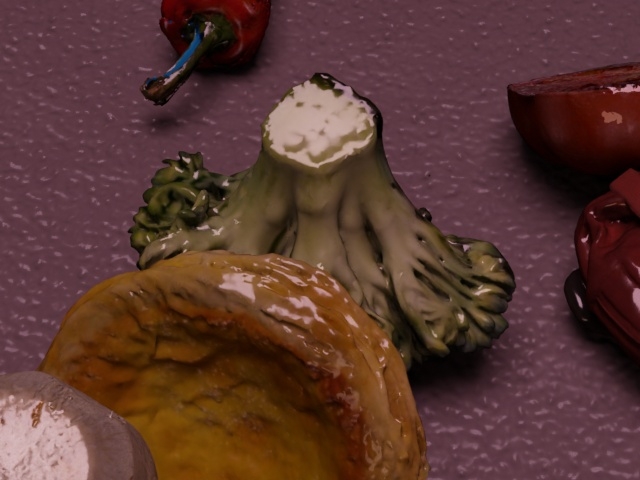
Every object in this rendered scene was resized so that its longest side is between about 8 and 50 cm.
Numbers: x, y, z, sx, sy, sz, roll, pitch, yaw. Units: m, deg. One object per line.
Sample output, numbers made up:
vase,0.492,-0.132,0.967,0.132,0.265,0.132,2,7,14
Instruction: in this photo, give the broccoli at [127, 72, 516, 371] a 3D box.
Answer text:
broccoli,0.000,0.000,1.421,0.288,0.245,0.248,-19,52,-13

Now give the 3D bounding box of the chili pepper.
chili pepper,-0.087,-0.270,1.750,0.110,0.110,0.387,8,47,6

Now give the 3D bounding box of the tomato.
tomato,0.274,-0.111,1.590,0.225,0.085,0.225,-10,10,2

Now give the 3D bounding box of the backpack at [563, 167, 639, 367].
backpack,0.322,0.029,1.469,0.229,0.139,0.229,0,49,0

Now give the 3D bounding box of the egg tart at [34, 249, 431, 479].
egg tart,-0.061,0.145,1.309,0.319,0.319,0.128,20,19,16

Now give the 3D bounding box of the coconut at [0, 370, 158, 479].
coconut,-0.190,0.173,1.210,0.161,0.162,0.161,-1,68,2
